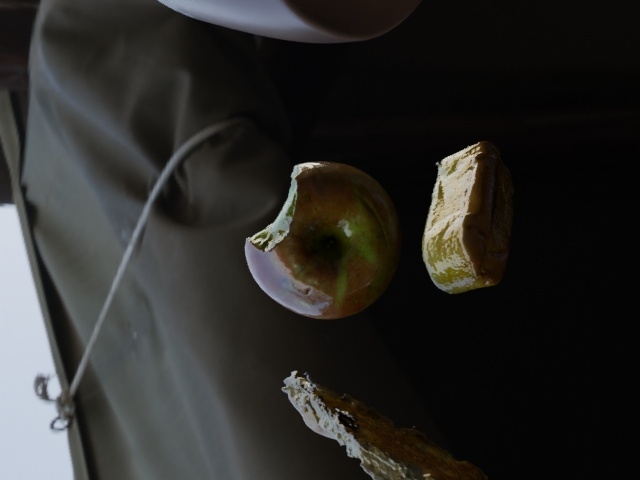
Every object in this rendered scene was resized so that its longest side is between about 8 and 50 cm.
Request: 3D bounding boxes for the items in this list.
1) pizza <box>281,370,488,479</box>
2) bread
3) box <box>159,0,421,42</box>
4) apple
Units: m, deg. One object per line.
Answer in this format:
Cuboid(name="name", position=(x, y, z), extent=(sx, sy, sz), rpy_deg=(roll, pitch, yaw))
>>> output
Cuboid(name="pizza", position=(0.071, 0.253, 1.288), extent=(0.297, 0.071, 0.189), rpy_deg=(33, -172, 10))
Cuboid(name="bread", position=(0.205, -0.033, 1.413), extent=(0.102, 0.094, 0.245), rpy_deg=(48, -143, -26))
Cuboid(name="box", position=(-0.022, -0.319, 0.968), extent=(0.301, 0.301, 0.216), rpy_deg=(-19, -146, -32))
Cuboid(name="apple", position=(0.000, 0.000, 1.641), extent=(0.246, 0.226, 0.246), rpy_deg=(0, -89, -11))
